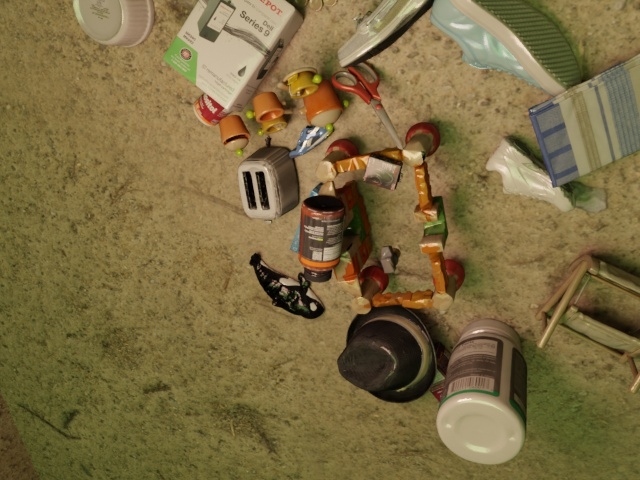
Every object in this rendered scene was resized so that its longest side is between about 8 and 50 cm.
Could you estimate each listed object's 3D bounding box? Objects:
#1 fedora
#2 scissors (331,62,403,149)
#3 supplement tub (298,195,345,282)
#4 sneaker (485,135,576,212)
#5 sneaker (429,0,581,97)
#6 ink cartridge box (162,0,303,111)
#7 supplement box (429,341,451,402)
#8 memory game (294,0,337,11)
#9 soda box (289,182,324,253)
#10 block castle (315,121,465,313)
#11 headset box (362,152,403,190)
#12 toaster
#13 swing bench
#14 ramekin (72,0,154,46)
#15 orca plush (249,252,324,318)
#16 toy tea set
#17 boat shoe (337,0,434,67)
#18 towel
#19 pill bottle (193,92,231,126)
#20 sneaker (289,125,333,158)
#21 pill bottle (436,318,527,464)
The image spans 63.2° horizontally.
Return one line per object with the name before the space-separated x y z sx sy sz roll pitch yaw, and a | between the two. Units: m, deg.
fedora | 0.163 0.337 1.497 0.333 0.152 0.335 7 100 43
scissors | 0.137 -0.326 1.217 0.297 0.109 0.021 51 158 28
supplement tub | 0.000 0.000 1.238 0.105 0.106 0.198 14 118 16
sneaker | 0.496 -0.139 1.238 0.232 0.090 0.115 44 130 8
sneaker | 0.396 -0.424 1.130 0.366 0.135 0.150 40 155 -7
ink cartridge box | -0.212 -0.498 1.278 0.211 0.121 0.289 38 104 0
supplement box | 0.371 0.409 1.536 0.080 0.104 0.188 -37 96 34
memory game | -0.013 -0.645 1.237 0.186 0.012 0.186 9 118 18
soda box | -0.017 -0.054 1.491 0.067 0.071 0.210 27 122 7
block castle | 0.183 -0.048 1.333 0.302 0.213 0.454 -7 112 23
headset box | 0.142 -0.151 1.155 0.083 0.032 0.062 20 119 12
toaster | -0.146 -0.163 1.448 0.129 0.146 0.227 4 115 20
swing bench | 0.702 0.183 1.259 0.253 0.165 0.255 27 116 9
ramekin | -0.571 -0.633 1.419 0.207 0.109 0.207 10 117 19
orca plush | -0.120 0.156 1.619 0.151 0.102 0.287 -37 97 32
toy tea set | -0.094 -0.296 1.305 0.335 0.200 0.124 -23 84 31
boat shoe | 0.156 -0.518 1.174 0.320 0.118 0.103 -37 91 28
towel | 0.596 -0.255 1.093 0.284 0.034 0.209 -27 118 12
pill bottle | -0.272 -0.387 1.427 0.152 0.086 0.086 -31 100 31
sneaker | -0.034 -0.274 1.405 0.144 0.053 0.059 -33 98 24
pill bottle | 0.425 0.369 1.342 0.204 0.361 0.204 9 117 19
